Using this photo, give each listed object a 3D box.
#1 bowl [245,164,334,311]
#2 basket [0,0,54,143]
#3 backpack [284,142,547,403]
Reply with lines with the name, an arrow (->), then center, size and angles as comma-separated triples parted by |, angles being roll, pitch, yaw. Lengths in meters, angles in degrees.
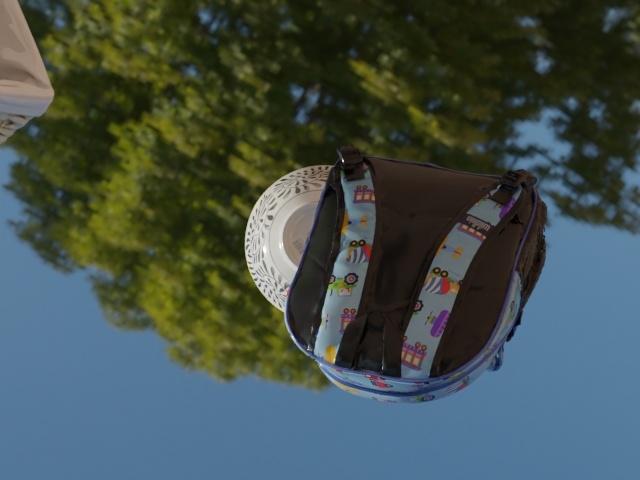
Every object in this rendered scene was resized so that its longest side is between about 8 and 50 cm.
bowl -> 0.000, 0.000, 1.413 | 0.170, 0.170, 0.080 | 36, 178, 7
basket -> -0.269, -0.134, 0.893 | 0.113, 0.103, 0.167 | 4, -125, -50
backpack -> 0.061, 0.037, 0.905 | 0.158, 0.117, 0.173 | 9, -127, 16
